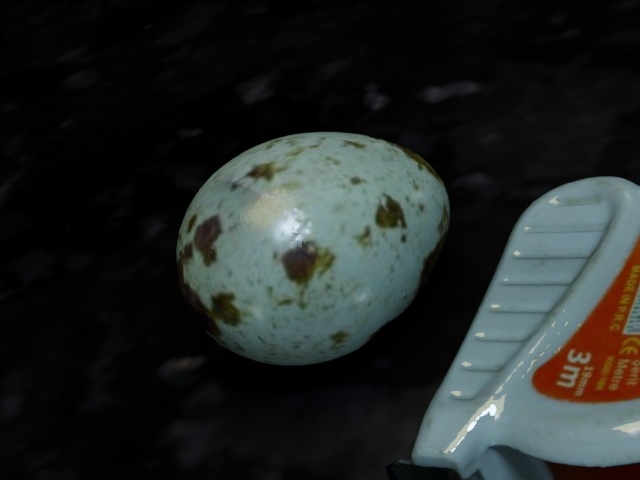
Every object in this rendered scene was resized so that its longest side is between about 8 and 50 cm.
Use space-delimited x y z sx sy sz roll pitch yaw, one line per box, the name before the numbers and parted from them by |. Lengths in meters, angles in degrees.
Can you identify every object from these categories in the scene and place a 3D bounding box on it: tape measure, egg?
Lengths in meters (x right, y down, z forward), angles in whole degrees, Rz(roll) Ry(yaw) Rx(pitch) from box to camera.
tape measure | 0.198 0.077 0.841 0.246 0.125 0.243 0 46 34
egg | 0.000 0.000 1.020 0.231 0.169 0.169 -27 31 -32
